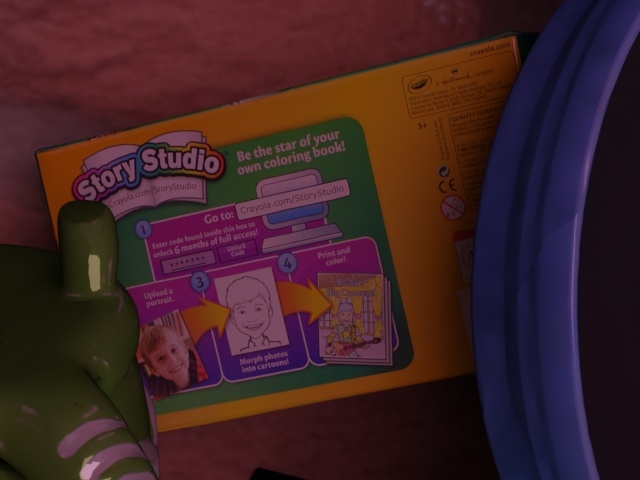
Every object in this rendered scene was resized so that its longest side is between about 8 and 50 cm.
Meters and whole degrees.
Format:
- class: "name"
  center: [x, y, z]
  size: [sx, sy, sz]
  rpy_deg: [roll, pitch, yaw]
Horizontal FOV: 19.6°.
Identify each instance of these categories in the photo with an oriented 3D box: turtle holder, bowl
- class: "turtle holder"
  center: [-0.170, 0.113, 0.901]
  size: [0.320, 0.243, 0.227]
  rpy_deg: [-2, 111, 18]
- class: "bowl"
  center: [0.221, 0.021, 0.940]
  size: [0.391, 0.077, 0.391]
  rpy_deg: [-3, 94, -43]

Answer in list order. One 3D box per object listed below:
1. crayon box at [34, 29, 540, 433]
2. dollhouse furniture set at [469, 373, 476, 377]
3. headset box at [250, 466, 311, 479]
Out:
- class: "crayon box"
  center: [0.000, 0.000, 0.987]
  size: [0.278, 0.081, 0.165]
  rpy_deg: [-12, 92, 20]
- class: "dollhouse furniture set"
  center: [0.208, -0.069, 1.073]
  size: [0.286, 0.198, 0.303]
  rpy_deg: [3, 86, -17]
- class: "headset box"
  center: [0.066, 0.239, 0.984]
  size: [0.283, 0.246, 0.131]
  rpy_deg: [33, 78, -14]
